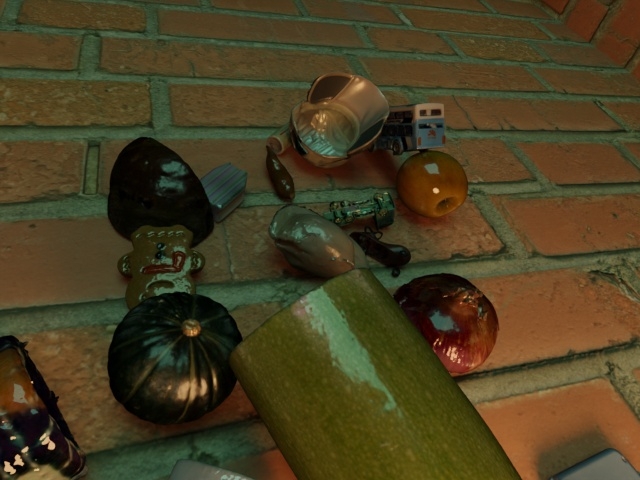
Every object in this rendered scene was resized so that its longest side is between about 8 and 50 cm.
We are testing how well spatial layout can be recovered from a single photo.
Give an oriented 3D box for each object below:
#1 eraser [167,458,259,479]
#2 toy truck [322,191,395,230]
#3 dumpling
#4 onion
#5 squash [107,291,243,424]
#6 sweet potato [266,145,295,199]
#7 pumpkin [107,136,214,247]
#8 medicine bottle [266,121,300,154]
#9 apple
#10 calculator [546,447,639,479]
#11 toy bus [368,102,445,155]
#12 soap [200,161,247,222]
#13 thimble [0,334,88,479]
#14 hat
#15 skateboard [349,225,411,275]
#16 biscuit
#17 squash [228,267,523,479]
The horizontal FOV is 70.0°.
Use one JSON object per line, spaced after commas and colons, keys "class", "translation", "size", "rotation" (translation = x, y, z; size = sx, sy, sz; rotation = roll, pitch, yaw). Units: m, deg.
{"class": "eraser", "translation": [-0.153, 0.445, 0.558], "size": [0.189, 0.104, 0.289], "rotation": [15, 45, 4]}
{"class": "toy truck", "translation": [0.097, -0.060, 1.134], "size": [0.175, 0.081, 0.067], "rotation": [-13, 49, -1]}
{"class": "dumpling", "translation": [0.000, 0.000, 1.001], "size": [0.247, 0.142, 0.172], "rotation": [29, 39, -19]}
{"class": "onion", "translation": [0.251, 0.146, 0.907], "size": [0.230, 0.163, 0.229], "rotation": [2, 51, -3]}
{"class": "squash", "translation": [-0.228, 0.184, 0.733], "size": [0.218, 0.172, 0.218], "rotation": [10, 39, -8]}
{"class": "sweet potato", "translation": [-0.111, -0.178, 1.187], "size": [0.057, 0.056, 0.194], "rotation": [-14, 61, -26]}
{"class": "pumpkin", "translation": [-0.388, -0.117, 0.997], "size": [0.312, 0.148, 0.169], "rotation": [36, 47, 21]}
{"class": "medicine bottle", "translation": [-0.071, -0.328, 1.339], "size": [0.059, 0.059, 0.231], "rotation": [29, 47, 12]}
{"class": "apple", "translation": [0.290, -0.143, 1.184], "size": [0.183, 0.182, 0.155], "rotation": [-10, 61, -23]}
{"class": "calculator", "translation": [0.482, 0.438, 0.778], "size": [0.211, 0.039, 0.121], "rotation": [-10, 53, -24]}
{"class": "toy bus", "translation": [0.215, -0.305, 1.258], "size": [0.106, 0.130, 0.297], "rotation": [-9, 16, -23]}
{"class": "soap", "translation": [-0.237, -0.121, 1.100], "size": [0.100, 0.056, 0.149], "rotation": [29, 47, 10]}
{"class": "thimble", "translation": [-0.419, 0.252, 0.595], "size": [0.150, 0.237, 0.237], "rotation": [-28, 60, -29]}
{"class": "hat", "translation": [0.051, -0.319, 1.240], "size": [0.232, 0.275, 0.161], "rotation": [53, 13, 3]}
{"class": "skateboard", "translation": [0.142, 0.013, 1.079], "size": [0.152, 0.067, 0.080], "rotation": [28, 37, 17]}
{"class": "biscuit", "translation": [-0.311, 0.066, 0.893], "size": [0.166, 0.036, 0.225], "rotation": [0, 59, -11]}
{"class": "squash", "translation": [0.075, 0.258, 0.639], "size": [0.263, 0.263, 0.384], "rotation": [-25, 70, -33]}
